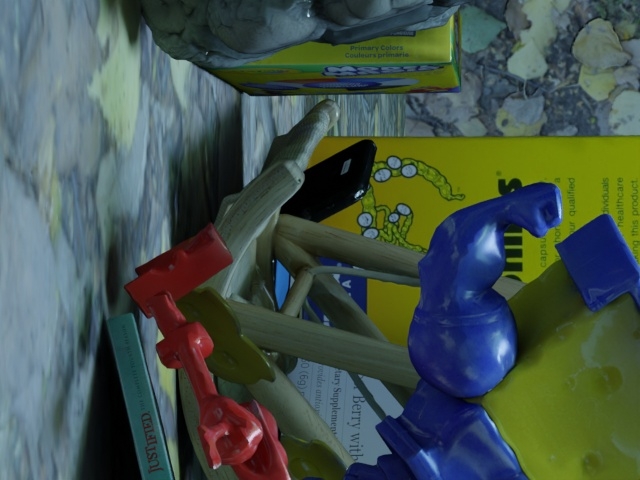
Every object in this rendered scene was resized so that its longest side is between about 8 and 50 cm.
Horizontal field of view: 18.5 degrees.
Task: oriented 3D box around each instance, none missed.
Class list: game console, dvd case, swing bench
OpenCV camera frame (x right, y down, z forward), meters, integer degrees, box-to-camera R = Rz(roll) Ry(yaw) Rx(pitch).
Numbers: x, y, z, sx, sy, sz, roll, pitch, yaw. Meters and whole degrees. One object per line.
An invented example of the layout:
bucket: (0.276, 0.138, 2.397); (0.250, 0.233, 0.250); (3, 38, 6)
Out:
game console: (0.000, 0.000, 1.264); (0.071, 0.107, 0.122); (59, 13, -13)
dvd case: (-0.062, 0.097, 0.767); (0.119, 0.013, 0.087); (82, -8, -52)
swing bench: (0.045, 0.067, 1.029); (0.165, 0.255, 0.253); (-57, -179, 12)

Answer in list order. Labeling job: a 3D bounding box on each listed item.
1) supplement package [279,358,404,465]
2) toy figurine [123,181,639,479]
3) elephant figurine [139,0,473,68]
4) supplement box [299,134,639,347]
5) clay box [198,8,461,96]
supplement package: (0.122, 0.193, 1.354); (0.177, 0.293, 0.175); (-85, 173, -46)
toy figurine: (0.112, 0.106, 0.788); (0.362, 0.217, 0.191); (55, 1, -21)
elephant figurine: (-0.011, -0.201, 0.799); (0.186, 0.169, 0.239); (-12, -86, 67)
supplement box: (0.169, 0.030, 1.502); (0.194, 0.357, 0.195); (59, 31, -80)
clay box: (0.008, -0.108, 1.030); (0.222, 0.127, 0.053); (-6, 96, -84)
